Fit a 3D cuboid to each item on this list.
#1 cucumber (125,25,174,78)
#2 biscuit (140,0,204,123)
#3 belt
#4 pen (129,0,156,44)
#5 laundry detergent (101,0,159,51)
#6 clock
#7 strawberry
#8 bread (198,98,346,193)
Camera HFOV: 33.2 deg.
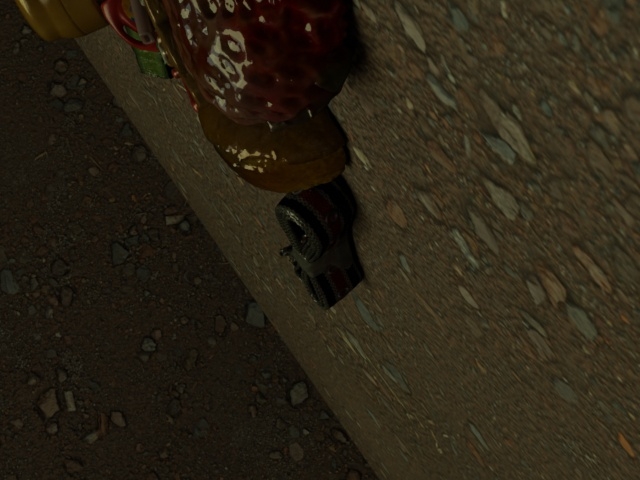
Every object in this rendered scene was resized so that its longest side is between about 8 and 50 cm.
[{"bbox_3d":[-0.312,-0.392,1.969,0.078,0.062,0.211,13,146,15],"label":"cucumber"},{"bbox_3d":[-0.219,-0.279,1.768,0.339,0.047,0.216,63,-177,-69],"label":"biscuit"},{"bbox_3d":[0.000,0.000,1.616,0.126,0.094,0.359,49,170,15],"label":"belt"},{"bbox_3d":[-0.306,-0.421,1.783,0.053,0.032,0.197,64,-170,-75],"label":"pen"},{"bbox_3d":[-0.297,-0.369,1.858,0.165,0.097,0.049,49,174,-20],"label":"laundry detergent"},{"bbox_3d":[-0.481,-0.488,1.924,0.244,0.200,0.317,61,-177,-42],"label":"clock"},{"bbox_3d":[-0.103,-0.268,1.111,0.336,0.149,0.265,59,171,-11],"label":"strawberry"},{"bbox_3d":[-0.080,-0.148,1.412,0.260,0.134,0.129,48,168,41],"label":"bread"}]
